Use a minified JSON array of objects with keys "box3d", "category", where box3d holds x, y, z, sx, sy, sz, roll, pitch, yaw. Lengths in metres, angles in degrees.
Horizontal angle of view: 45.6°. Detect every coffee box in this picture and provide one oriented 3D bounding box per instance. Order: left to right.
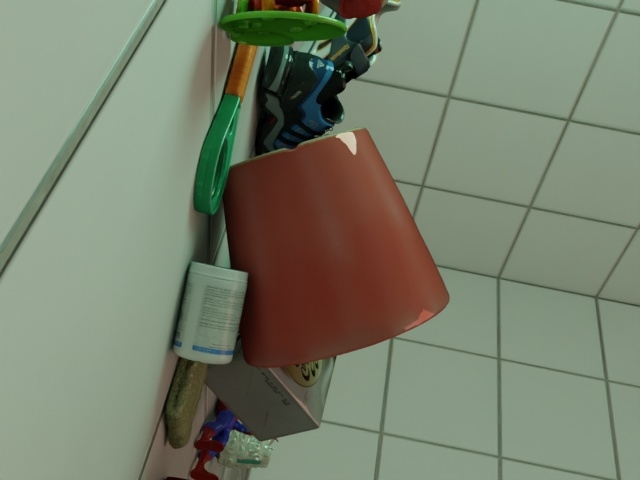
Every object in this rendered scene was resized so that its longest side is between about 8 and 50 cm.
[{"box3d":[-0.061,0.137,1.198,0.168,0.118,0.297,54,32,-27],"category":"coffee box"}]

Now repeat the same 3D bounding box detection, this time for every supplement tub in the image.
[{"box3d":[-0.125,0.082,0.870,0.071,0.071,0.107,72,30,-88],"category":"supplement tub"}]

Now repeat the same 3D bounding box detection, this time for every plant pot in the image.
[{"box3d":[0.000,0.000,0.965,0.275,0.274,0.243,-68,142,-84],"category":"plant pot"}]

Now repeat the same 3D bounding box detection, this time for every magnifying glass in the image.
[{"box3d":[-0.105,-0.139,0.871,0.092,0.026,0.231,97,3,-73],"category":"magnifying glass"}]

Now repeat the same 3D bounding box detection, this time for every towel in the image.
[{"box3d":[-0.164,0.176,0.961,0.110,0.027,0.148,99,3,-50],"category":"towel"}]

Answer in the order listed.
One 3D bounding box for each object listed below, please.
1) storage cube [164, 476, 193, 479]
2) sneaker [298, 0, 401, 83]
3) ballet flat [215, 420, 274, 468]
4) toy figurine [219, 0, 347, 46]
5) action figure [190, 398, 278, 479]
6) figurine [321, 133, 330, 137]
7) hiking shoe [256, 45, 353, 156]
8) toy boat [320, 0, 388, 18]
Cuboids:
[{"box3d":[-0.120,0.395,0.902,0.193,0.214,0.184,126,-24,-77],"category":"storage cube"},{"box3d":[0.031,-0.333,1.380,0.321,0.127,0.126,-61,179,3],"category":"sneaker"},{"box3d":[-0.129,0.333,1.665,0.409,0.146,0.147,-79,179,-51],"category":"ballet flat"},{"box3d":[-0.043,-0.294,0.789,0.173,0.130,0.159,-166,-103,-69],"category":"toy figurine"},{"box3d":[-0.137,0.337,1.358,0.280,0.139,0.092,-85,-173,-78],"category":"action figure"},{"box3d":[-0.030,-0.093,1.288,0.214,0.092,0.209,-35,-175,8],"category":"figurine"},{"box3d":[-0.031,-0.190,1.238,0.304,0.132,0.113,103,-1,-68],"category":"hiking shoe"},{"box3d":[-0.008,-0.371,0.946,0.151,0.151,0.231,-34,143,-15],"category":"toy boat"}]
